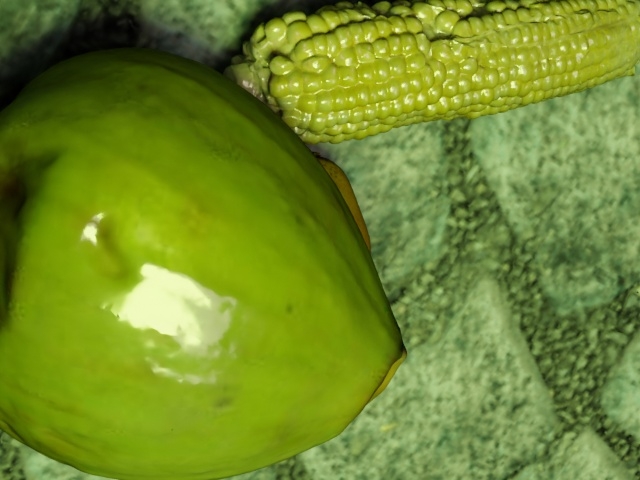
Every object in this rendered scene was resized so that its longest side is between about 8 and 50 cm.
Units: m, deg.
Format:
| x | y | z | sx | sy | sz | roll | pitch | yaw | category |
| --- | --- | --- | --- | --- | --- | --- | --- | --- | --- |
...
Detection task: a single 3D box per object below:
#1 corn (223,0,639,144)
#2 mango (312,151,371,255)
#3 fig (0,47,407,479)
| x | y | z | sx | sy | sz | roll | pitch | yaw | category |
| --- | --- | --- | --- | --- | --- | --- | --- | --- | --- |
| 0.078 | -0.116 | 1.086 | 0.288 | 0.086 | 0.086 | -11 | 117 | -21 | corn |
| 0.000 | 0.000 | 1.108 | 0.063 | 0.077 | 0.127 | -16 | 112 | -20 | mango |
| -0.079 | 0.022 | 0.981 | 0.271 | 0.239 | 0.239 | 19 | 107 | 2 | fig |
